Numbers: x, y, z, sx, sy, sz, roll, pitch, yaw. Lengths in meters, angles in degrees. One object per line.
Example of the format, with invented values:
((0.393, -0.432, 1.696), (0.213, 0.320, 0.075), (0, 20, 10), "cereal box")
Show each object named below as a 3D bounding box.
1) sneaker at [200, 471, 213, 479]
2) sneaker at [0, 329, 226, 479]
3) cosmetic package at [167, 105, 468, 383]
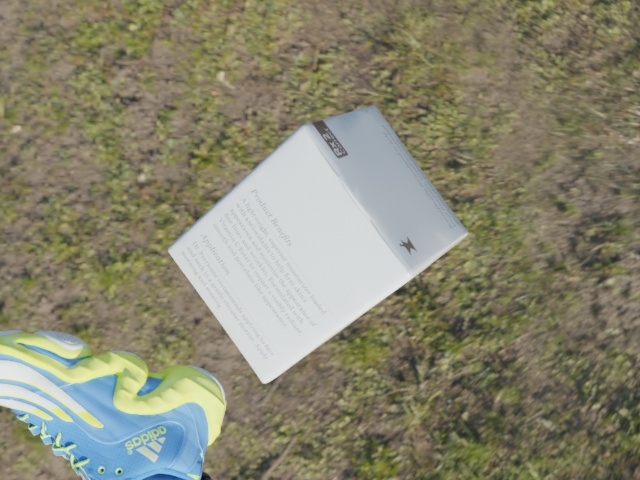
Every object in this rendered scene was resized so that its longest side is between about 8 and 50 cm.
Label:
((-0.145, 0.295, 1.093), (0.319, 0.112, 0.131), (1, 97, 39), "sneaker")
((-0.199, 0.153, 0.836), (0.240, 0.126, 0.091), (9, 145, -10), "sneaker")
((0.000, 0.000, 0.885), (0.183, 0.151, 0.151), (-38, 85, 29), "cosmetic package")
